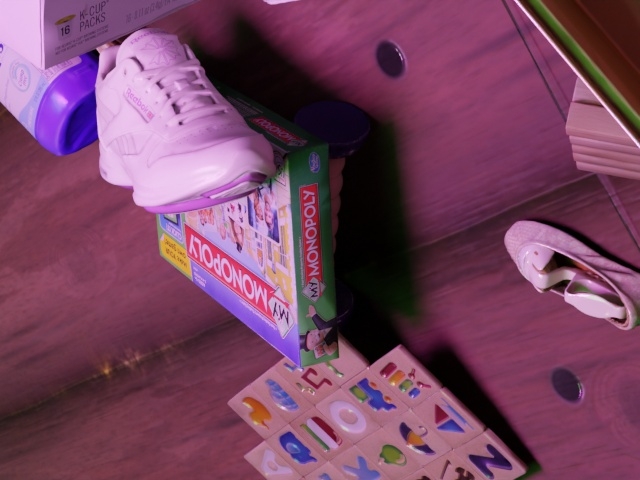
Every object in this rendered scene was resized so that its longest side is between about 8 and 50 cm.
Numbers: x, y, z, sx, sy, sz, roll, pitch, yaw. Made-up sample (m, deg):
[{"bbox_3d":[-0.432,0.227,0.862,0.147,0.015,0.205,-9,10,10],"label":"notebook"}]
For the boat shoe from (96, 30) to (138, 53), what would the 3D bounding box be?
[{"bbox_3d":[-0.211,-0.208,1.871,0.153,0.056,0.048,54,147,-10],"label":"boat shoe"}]

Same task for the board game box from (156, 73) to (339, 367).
[{"bbox_3d":[-0.081,-0.035,1.757,0.317,0.046,0.213,33,132,55],"label":"board game box"}]

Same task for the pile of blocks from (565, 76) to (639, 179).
[{"bbox_3d":[0.340,-0.102,1.282,0.362,0.149,0.112,5,75,38],"label":"pile of blocks"}]

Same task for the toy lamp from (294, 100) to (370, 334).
[{"bbox_3d":[0.000,0.000,1.749,0.080,0.080,0.274,32,137,32],"label":"toy lamp"}]

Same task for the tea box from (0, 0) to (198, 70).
[{"bbox_3d":[-0.248,-0.373,1.472,0.329,0.220,0.323,35,138,30],"label":"tea box"}]

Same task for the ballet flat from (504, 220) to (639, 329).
[{"bbox_3d":[0.211,0.028,1.543,0.168,0.052,0.057,24,132,38],"label":"ballet flat"}]

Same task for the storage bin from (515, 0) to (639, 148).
[{"bbox_3d":[0.259,-0.208,1.152,0.262,0.123,0.260,-43,74,19],"label":"storage bin"}]

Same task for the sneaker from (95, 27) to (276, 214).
[{"bbox_3d":[-0.139,-0.110,1.647,0.305,0.114,0.152,20,121,60],"label":"sneaker"}]

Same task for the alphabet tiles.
[{"bbox_3d":[0.056,0.222,1.839,0.285,0.011,0.342,44,143,-4],"label":"alphabet tiles"}]

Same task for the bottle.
[{"bbox_3d":[-0.338,-0.219,1.977,0.283,0.092,0.118,45,143,18],"label":"bottle"}]

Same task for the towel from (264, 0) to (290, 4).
[{"bbox_3d":[-0.058,-0.271,1.624,0.113,0.023,0.152,1,139,51],"label":"towel"}]
